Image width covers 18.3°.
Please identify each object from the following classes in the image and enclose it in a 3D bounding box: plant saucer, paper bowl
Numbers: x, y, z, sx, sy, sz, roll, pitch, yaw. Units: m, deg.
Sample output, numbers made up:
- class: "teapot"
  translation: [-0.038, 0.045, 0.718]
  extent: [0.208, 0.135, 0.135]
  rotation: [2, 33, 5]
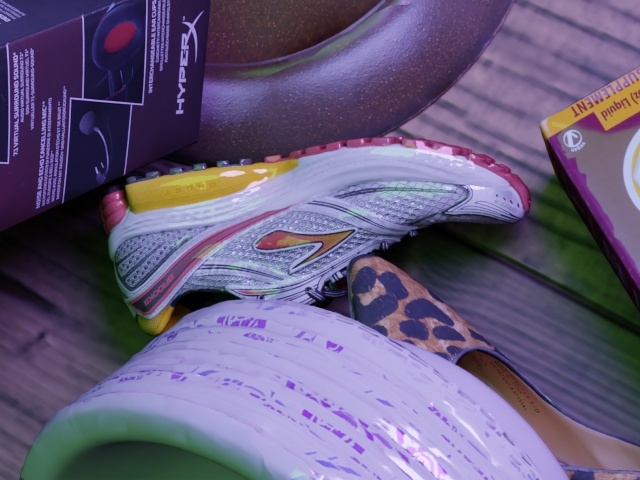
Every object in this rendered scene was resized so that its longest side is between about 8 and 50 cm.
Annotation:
- class: "plant saucer"
  translation: [-0.035, -0.194, 1.113]
  extent: [0.310, 0.050, 0.311]
  rotation: [-4, 72, 13]
- class: "paper bowl"
  translation: [0.011, 0.157, 0.891]
  extent: [0.284, 0.284, 0.148]
  rotation: [34, 47, 20]

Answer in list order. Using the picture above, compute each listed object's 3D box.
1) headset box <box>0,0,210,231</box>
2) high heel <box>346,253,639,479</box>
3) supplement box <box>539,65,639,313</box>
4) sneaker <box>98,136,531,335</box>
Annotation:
- class: "headset box"
  translation: [-0.232, -0.088, 0.984]
  extent: [0.218, 0.110, 0.293]
  rotation: [29, 38, 31]
- class: "high heel"
  translation: [0.131, 0.077, 0.926]
  extent: [0.186, 0.093, 0.261]
  rotation: [-42, 78, 37]
- class: "supplement box"
  translation: [0.200, 0.003, 0.978]
  extent: [0.104, 0.081, 0.188]
  rotation: [-30, 69, 3]
- class: "sneaker"
  translation: [0.000, 0.000, 1.036]
  extent: [0.225, 0.088, 0.093]
  rotation: [-10, 84, 15]
